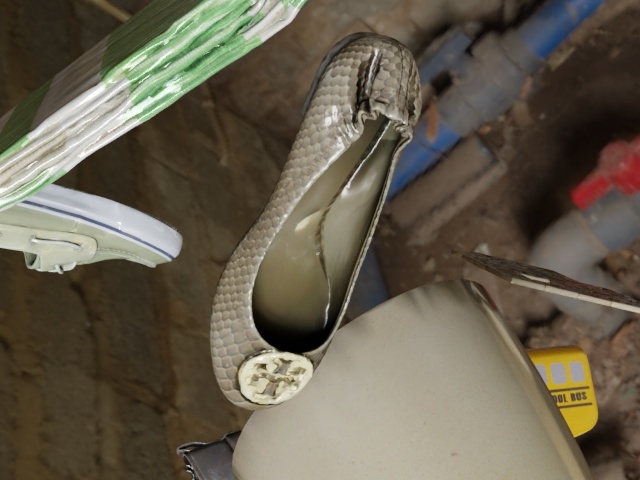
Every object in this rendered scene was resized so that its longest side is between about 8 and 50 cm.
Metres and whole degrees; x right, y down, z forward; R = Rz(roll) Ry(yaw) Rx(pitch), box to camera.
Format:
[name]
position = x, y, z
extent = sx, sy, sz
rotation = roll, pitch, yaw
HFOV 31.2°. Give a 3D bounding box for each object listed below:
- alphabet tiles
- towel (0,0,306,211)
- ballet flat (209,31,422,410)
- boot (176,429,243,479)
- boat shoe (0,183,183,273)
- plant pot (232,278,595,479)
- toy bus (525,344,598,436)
[alphabet tiles]
position = 0.268, 0.046, 1.334
extent = 0.237, 0.198, 0.009
rotation = -144, 68, -75
[towel]
position = -0.153, -0.079, 0.710
extent = 0.325, 0.038, 0.248
rotation = -37, 19, 4
[ballet flat]
position = 0.000, 0.000, 0.673
extent = 0.058, 0.084, 0.250
rotation = 46, 120, 51
[boot]
position = -0.029, 0.317, 1.442
extent = 0.229, 0.091, 0.263
rotation = -31, 69, -26
[boat shoe]
position = -0.295, -0.013, 1.239
extent = 0.109, 0.302, 0.094
rotation = 5, 79, 60
[plant pot]
position = 0.112, 0.215, 0.873
extent = 0.256, 0.256, 0.274
rotation = -46, 61, 14
[toy bus]
position = 0.177, 0.202, 1.350
extent = 0.108, 0.332, 0.130
rotation = -21, 73, 53
